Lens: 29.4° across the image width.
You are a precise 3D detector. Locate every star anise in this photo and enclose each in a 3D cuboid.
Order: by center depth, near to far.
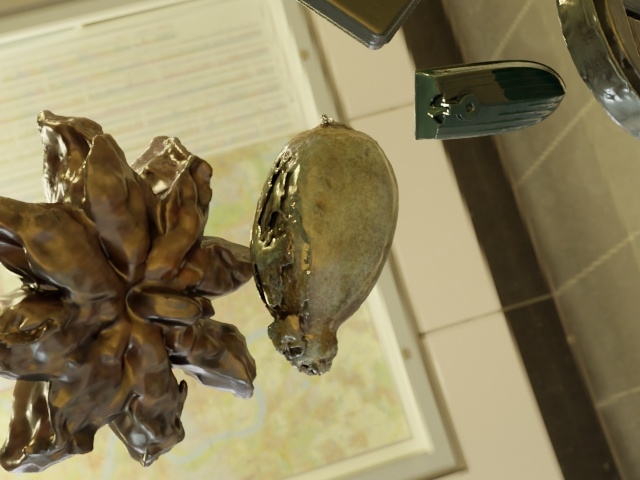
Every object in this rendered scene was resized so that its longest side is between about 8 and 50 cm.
[{"bbox_3d":[-0.118,0.034,0.754,0.109,0.236,0.223,-2,84,44],"label":"star anise"}]

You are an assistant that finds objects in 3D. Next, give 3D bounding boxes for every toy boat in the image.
[{"bbox_3d":[0.218,-0.183,1.561,0.103,0.246,0.092,26,121,58],"label":"toy boat"}]

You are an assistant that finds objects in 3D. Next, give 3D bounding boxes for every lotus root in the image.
[{"bbox_3d":[0.000,-0.001,0.750,0.088,0.088,0.165,111,172,-71],"label":"lotus root"}]

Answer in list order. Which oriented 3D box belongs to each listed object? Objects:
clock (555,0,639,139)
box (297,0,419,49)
[{"bbox_3d":[0.401,-0.257,1.574,0.055,0.281,0.280,-25,78,38],"label":"clock"},{"bbox_3d":[0.081,-0.394,1.748,0.160,0.230,0.050,34,158,2],"label":"box"}]
